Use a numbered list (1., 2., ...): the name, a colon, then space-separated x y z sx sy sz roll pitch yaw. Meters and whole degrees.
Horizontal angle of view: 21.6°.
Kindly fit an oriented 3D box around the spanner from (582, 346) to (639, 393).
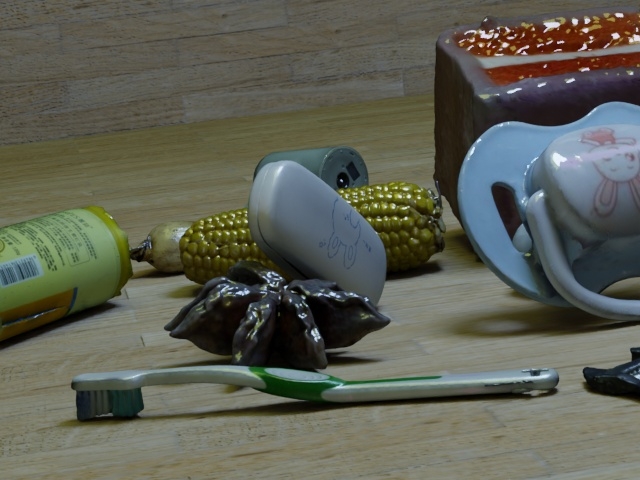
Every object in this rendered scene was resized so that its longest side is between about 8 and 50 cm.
1. spanner: 0.280 0.129 1.278 0.087 0.024 0.316 -9 12 -8

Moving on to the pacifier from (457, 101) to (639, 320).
1. pacifier: 0.264 -0.009 1.686 0.287 0.238 0.226 -16 -18 -20

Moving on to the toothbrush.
1. toothbrush: -0.009 0.120 1.426 0.418 0.040 0.042 -4 9 8

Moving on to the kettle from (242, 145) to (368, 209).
1. kettle: -0.021 -0.071 2.368 0.148 0.127 0.098 1 -19 45

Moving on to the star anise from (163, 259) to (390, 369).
1. star anise: -0.050 0.068 1.600 0.209 0.089 0.231 -6 19 -45

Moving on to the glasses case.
1. glasses case: 0.000 0.000 1.676 0.059 0.092 0.233 1 -25 33

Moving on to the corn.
1. corn: -0.009 -0.004 1.922 0.305 0.106 0.106 -8 10 1

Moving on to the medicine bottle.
1. medicine bottle: -0.314 0.037 1.844 0.124 0.124 0.239 2 12 37

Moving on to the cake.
1. cake: 0.295 -0.132 1.994 0.308 0.230 0.237 -7 32 -13

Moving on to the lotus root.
1. lotus root: -0.171 0.007 2.070 0.152 0.063 0.072 -6 20 -21
